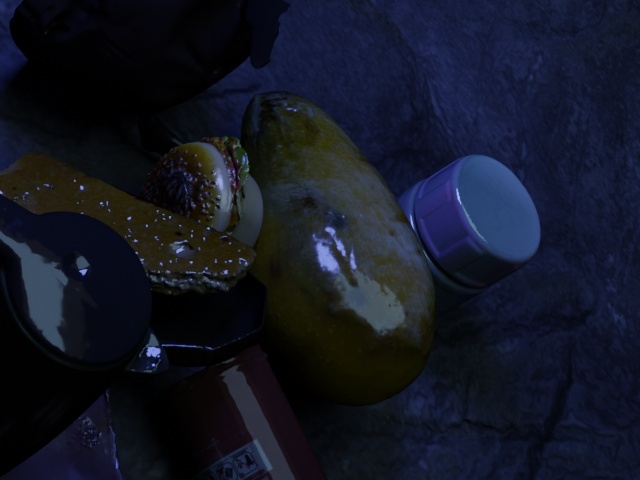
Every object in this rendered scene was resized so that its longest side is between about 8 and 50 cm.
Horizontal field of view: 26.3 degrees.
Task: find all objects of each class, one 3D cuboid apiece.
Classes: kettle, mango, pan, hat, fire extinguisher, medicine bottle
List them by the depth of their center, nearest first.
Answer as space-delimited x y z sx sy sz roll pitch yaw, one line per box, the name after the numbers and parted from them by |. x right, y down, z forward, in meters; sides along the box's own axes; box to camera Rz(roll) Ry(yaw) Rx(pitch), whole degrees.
-0.221 0.052 0.875 0.202 0.232 0.144 43 43 -15 | kettle
-0.137 0.070 1.101 0.202 0.048 0.128 -20 43 -39 | pan
-0.037 0.263 1.132 0.147 0.106 0.337 -21 79 -36 | fire extinguisher
-0.111 -0.206 1.270 0.209 0.238 0.336 48 31 -7 | hat
0.002 0.006 1.301 0.176 0.175 0.329 69 2 -48 | mango
0.126 0.001 1.405 0.135 0.168 0.135 25 49 -32 | medicine bottle

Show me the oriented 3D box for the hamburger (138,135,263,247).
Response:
-0.110 -0.029 1.218 0.081 0.141 0.126 28 37 -48 | hamburger

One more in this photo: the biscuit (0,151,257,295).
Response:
-0.181 0.001 1.123 0.237 0.026 0.131 24 39 16 | biscuit

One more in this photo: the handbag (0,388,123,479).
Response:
-0.255 0.126 1.029 0.203 0.074 0.216 11 56 -40 | handbag
